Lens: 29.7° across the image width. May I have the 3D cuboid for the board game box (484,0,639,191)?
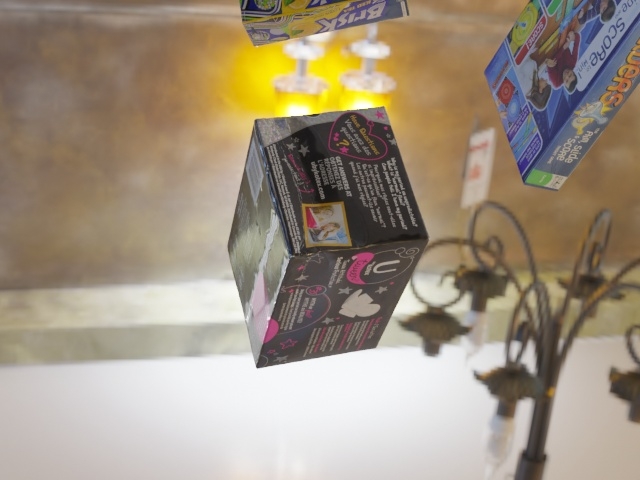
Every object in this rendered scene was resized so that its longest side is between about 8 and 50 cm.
[{"bbox_3d":[0.200,-0.155,0.923,0.035,0.201,0.136,10,-134,-22],"label":"board game box"}]

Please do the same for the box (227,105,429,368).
[{"bbox_3d":[0.000,0.000,1.226,0.142,0.247,0.163,-7,-118,-16],"label":"box"}]

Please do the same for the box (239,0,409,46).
[{"bbox_3d":[0.004,-0.249,1.237,0.168,0.054,0.059,-11,162,6],"label":"box"}]
